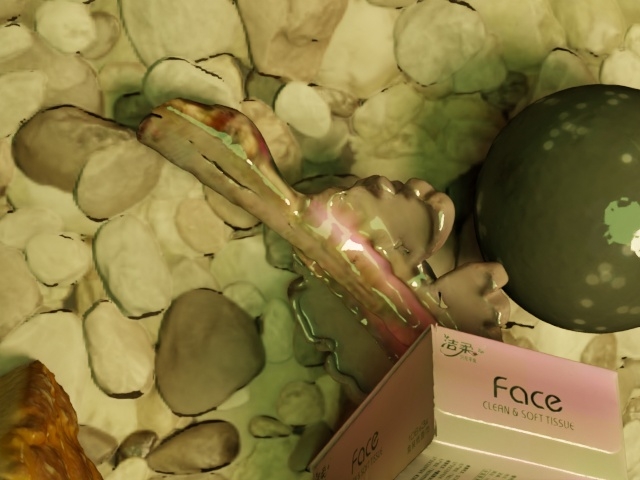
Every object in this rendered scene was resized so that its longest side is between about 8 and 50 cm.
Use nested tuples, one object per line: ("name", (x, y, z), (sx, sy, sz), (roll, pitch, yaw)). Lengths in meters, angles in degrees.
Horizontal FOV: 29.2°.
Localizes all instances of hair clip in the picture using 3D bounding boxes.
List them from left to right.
("hair clip", (0.001, -0.005, 0.896), (0.300, 0.069, 0.173), (42, 128, -5))

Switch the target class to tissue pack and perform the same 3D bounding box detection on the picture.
("tissue pack", (0.096, 0.171, 0.886), (0.149, 0.092, 0.246), (16, 141, -14))

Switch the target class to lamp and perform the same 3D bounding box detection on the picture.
("lamp", (0.258, -0.022, 0.931), (0.314, 0.182, 0.181), (0, 102, -33))

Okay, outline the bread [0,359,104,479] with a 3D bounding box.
("bread", (-0.225, 0.265, 0.818), (0.207, 0.279, 0.279), (-22, 106, -4))
